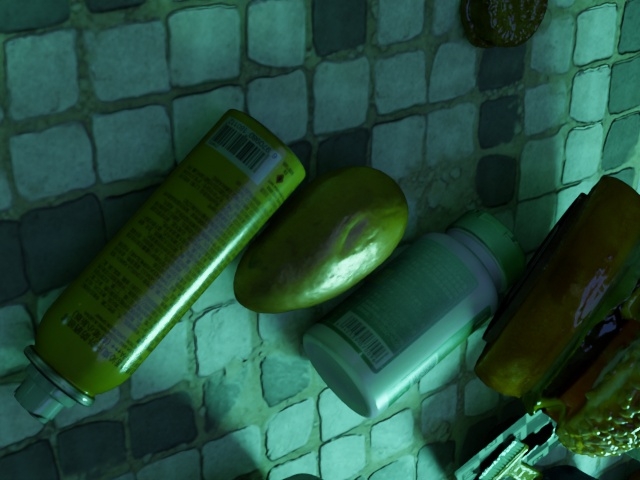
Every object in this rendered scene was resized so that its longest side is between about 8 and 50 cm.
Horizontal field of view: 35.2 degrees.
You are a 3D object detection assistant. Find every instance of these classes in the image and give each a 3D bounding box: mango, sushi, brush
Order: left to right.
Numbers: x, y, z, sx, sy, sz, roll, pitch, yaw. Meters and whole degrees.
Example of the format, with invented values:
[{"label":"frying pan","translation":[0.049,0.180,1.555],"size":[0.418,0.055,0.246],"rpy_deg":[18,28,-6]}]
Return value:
[{"label":"mango","translation":[0.000,0.000,1.098],"size":[0.227,0.109,0.147],"rpy_deg":[-31,151,-24]},{"label":"sushi","translation":[0.277,0.292,1.491],"size":[0.215,0.050,0.192],"rpy_deg":[-36,144,-9]},{"label":"brush","translation":[0.297,0.344,1.511],"size":[0.082,0.010,0.218],"rpy_deg":[-46,146,5]}]

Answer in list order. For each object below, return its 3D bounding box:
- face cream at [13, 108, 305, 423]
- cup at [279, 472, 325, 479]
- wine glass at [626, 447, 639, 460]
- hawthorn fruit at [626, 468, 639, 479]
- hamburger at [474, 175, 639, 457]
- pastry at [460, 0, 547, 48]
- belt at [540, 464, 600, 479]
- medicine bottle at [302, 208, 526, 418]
[{"label":"face cream","translation":[-0.164,0.031,0.983],"size":[0.348,0.105,0.105],"rpy_deg":[-50,132,-9]},{"label":"cup","translation":[-0.133,0.444,1.144],"size":[0.327,0.236,0.322],"rpy_deg":[-14,149,-34]},{"label":"wine glass","translation":[0.626,0.173,1.587],"size":[0.406,0.267,0.267],"rpy_deg":[-23,123,-24]},{"label":"hawthorn fruit","translation":[0.596,0.489,1.768],"size":[0.179,0.173,0.173],"rpy_deg":[-33,128,-23]},{"label":"hamburger","translation":[0.366,0.106,1.271],"size":[0.330,0.250,0.330],"rpy_deg":[-55,172,-12]},{"label":"pastry","translation":[0.213,-0.272,1.171],"size":[0.097,0.057,0.109],"rpy_deg":[30,89,-41]},{"label":"belt","translation":[0.397,0.444,1.638],"size":[0.190,0.082,0.141],"rpy_deg":[7,101,-42]},{"label":"medicine bottle","translation":[0.119,0.080,1.212],"size":[0.274,0.133,0.133],"rpy_deg":[-38,129,-17]}]
